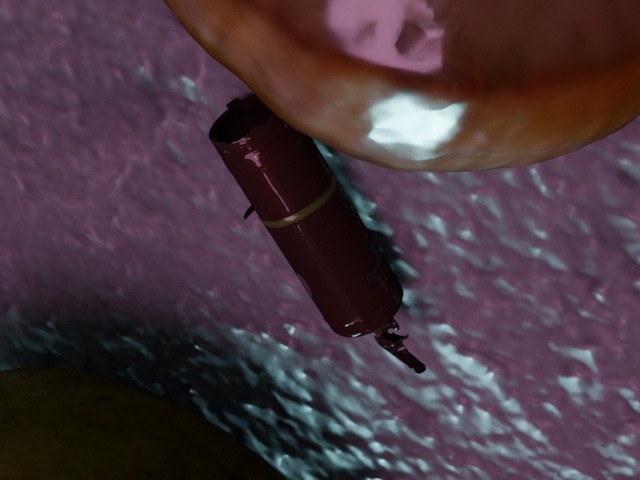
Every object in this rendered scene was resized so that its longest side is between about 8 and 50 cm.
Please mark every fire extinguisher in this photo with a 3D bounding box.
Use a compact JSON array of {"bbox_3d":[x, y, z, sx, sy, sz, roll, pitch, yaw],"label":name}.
[{"bbox_3d":[0.000,0.000,0.650,0.132,0.039,0.056,58,166,-24],"label":"fire extinguisher"}]

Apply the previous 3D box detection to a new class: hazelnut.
[{"bbox_3d":[0.027,-0.116,0.438,0.214,0.176,0.214,57,164,26],"label":"hazelnut"}]

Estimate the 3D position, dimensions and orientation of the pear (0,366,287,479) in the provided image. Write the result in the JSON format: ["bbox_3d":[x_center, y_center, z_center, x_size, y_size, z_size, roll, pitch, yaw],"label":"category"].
[{"bbox_3d":[-0.139,0.189,0.753,0.307,0.253,0.253,-17,118,39],"label":"pear"}]
